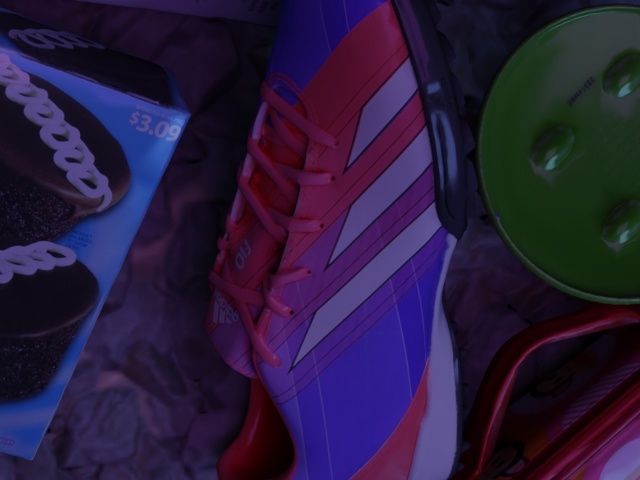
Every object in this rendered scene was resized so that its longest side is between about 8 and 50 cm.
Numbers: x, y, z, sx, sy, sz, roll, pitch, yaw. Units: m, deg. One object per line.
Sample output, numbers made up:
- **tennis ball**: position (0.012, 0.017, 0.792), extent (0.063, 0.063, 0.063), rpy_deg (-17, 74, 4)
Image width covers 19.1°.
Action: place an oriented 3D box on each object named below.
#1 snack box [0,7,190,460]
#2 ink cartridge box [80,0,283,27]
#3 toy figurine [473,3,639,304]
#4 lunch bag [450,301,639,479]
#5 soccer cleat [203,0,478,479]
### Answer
- **snack box**: position (-0.239, -0.036, 0.805), extent (0.322, 0.060, 0.187), rpy_deg (18, 110, -21)
- **ink cartridge box**: position (-0.072, -0.176, 0.777), extent (0.224, 0.223, 0.045), rpy_deg (6, 59, -20)
- **toy figurine**: position (0.135, -0.049, 0.894), extent (0.130, 0.159, 0.173), rpy_deg (45, 83, -4)
- **lunch bag**: position (0.185, 0.140, 0.986), extent (0.293, 0.120, 0.258), rpy_deg (-40, 108, -4)
- **soccer cleat**: position (0.000, 0.000, 0.853), extent (0.116, 0.108, 0.318), rpy_deg (-14, 130, -13)
